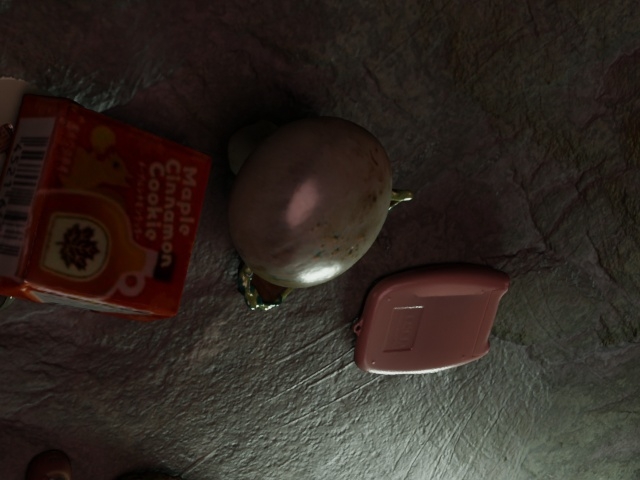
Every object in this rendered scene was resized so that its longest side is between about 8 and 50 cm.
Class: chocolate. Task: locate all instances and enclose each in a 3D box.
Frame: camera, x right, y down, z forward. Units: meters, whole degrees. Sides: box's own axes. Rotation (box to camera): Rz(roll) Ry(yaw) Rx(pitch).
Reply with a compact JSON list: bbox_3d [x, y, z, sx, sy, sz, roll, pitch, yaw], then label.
[{"bbox_3d":[-0.255,-0.032,0.928,0.235,0.108,0.237,20,77,-42],"label":"chocolate"}]

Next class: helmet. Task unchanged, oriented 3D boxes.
[{"bbox_3d":[-0.395,0.356,1.140,0.065,0.049,0.084,-1,115,-32],"label":"helmet"}]

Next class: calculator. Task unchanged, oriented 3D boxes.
[{"bbox_3d":[0.200,0.148,1.398,0.329,0.048,0.220,-2,117,-28],"label":"calculator"}]

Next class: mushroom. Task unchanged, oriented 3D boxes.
[{"bbox_3d":[-0.035,-0.066,1.030,0.243,0.243,0.243,-14,121,-25],"label":"mushroom"}]

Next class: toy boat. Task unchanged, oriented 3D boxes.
[{"bbox_3d":[-0.002,-0.007,1.162,0.293,0.099,0.108,-35,130,-1],"label":"toy boat"}]

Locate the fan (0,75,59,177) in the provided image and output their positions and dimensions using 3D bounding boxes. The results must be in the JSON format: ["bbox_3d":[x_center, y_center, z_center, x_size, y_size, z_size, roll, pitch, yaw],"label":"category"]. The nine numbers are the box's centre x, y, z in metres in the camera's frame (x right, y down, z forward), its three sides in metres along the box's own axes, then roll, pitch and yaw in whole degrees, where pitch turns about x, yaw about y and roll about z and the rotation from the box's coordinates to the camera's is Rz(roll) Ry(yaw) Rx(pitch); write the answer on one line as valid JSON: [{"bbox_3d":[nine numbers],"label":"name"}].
[{"bbox_3d":[-0.403,-0.053,0.877,0.329,0.009,0.191,-46,122,-28],"label":"fan"}]

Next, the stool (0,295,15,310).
[{"bbox_3d":[-0.411,0.029,0.929,0.110,0.096,0.096,22,102,-33],"label":"stool"}]

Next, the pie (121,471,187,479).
[{"bbox_3d":[-0.291,0.452,1.259,0.195,0.046,0.195,-16,123,-25],"label":"pie"}]
